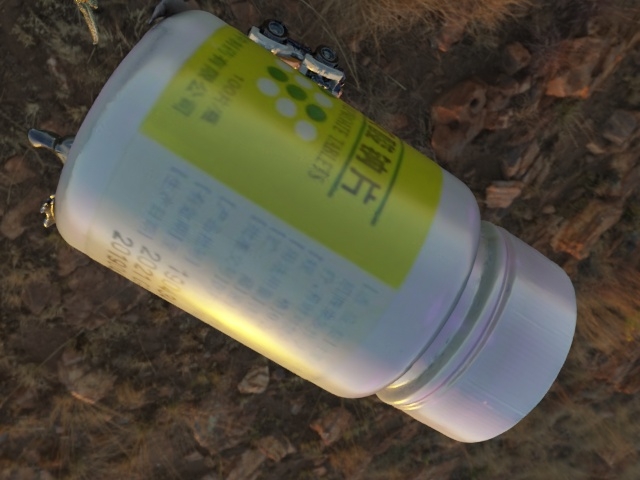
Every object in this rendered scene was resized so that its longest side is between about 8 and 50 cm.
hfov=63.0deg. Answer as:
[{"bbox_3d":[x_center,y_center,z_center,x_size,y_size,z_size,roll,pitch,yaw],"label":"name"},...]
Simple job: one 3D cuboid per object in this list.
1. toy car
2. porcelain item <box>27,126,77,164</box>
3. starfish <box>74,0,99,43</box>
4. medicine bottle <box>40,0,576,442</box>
[{"bbox_3d":[-0.077,-0.455,1.394,0.301,0.118,0.193,21,145,-22],"label":"toy car"},{"bbox_3d":[-0.357,-0.136,0.843,0.216,0.069,0.081,13,143,-10],"label":"porcelain item"},{"bbox_3d":[-0.457,-0.475,1.018,0.053,0.208,0.175,-10,117,-9],"label":"starfish"},{"bbox_3d":[0.000,0.000,0.442,0.379,0.213,0.213,32,113,-10],"label":"medicine bottle"}]
